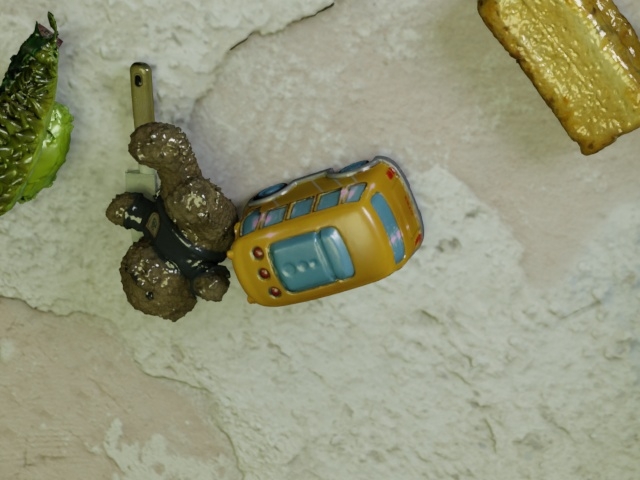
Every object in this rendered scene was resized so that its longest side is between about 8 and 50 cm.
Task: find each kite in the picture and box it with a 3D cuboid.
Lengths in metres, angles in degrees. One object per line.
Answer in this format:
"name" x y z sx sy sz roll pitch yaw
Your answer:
"kite" -0.324 -0.215 1.396 0.044 0.002 0.078 19 117 6

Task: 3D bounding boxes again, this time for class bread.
"bread" 0.258 -0.192 1.205 0.114 0.083 0.211 -31 103 30

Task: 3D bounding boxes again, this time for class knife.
"knife" -0.214 -0.072 1.424 0.047 0.017 0.298 7 120 12

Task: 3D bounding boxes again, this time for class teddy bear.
"teddy bear" -0.157 -0.011 1.378 0.182 0.129 0.251 53 139 28

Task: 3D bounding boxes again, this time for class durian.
"durian" -0.351 -0.110 1.384 0.106 0.132 0.375 43 123 7

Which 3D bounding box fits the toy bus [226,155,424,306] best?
"toy bus" 0.000 0.000 1.332 0.209 0.136 0.126 -16 109 22
